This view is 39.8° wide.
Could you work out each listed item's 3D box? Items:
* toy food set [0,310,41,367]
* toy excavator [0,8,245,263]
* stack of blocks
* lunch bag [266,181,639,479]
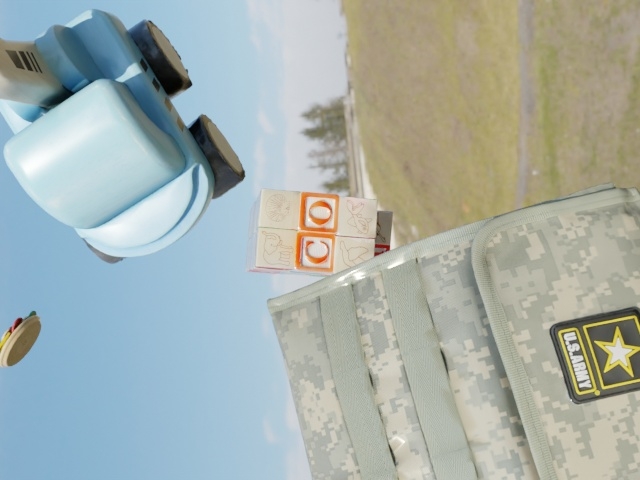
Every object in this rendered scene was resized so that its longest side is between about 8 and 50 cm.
[{"bbox_3d":[-0.400,0.131,1.171,0.083,0.020,0.082,-57,-7,-16],"label":"toy food set"},{"bbox_3d":[-0.302,-0.167,0.997,0.433,0.222,0.445,59,-172,-5],"label":"toy excavator"},{"bbox_3d":[0.000,0.000,1.088,0.297,0.171,0.087,157,117,-83],"label":"stack of blocks"},{"bbox_3d":[0.135,0.110,0.632,0.169,0.286,0.235,20,-129,-61],"label":"lunch bag"}]
